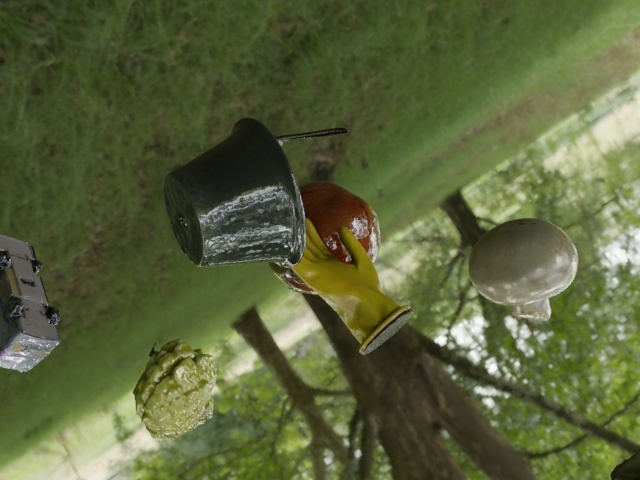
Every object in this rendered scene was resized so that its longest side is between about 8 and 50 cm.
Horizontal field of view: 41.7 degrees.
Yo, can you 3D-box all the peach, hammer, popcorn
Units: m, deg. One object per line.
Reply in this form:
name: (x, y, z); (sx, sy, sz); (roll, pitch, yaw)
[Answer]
peach: (0.000, 0.000, 1.730); (0.252, 0.252, 0.252); (-32, 175, -3)
hammer: (-0.027, -0.211, 1.679); (0.178, 0.021, 0.065); (-7, 178, 20)
popcorn: (-0.249, 0.246, 1.438); (0.142, 0.174, 0.173); (10, 174, 1)

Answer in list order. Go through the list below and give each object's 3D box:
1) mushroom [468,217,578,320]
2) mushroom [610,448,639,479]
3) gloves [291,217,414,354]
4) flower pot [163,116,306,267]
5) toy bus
mushroom: (0.388, 0.064, 1.592); (0.204, 0.204, 0.204); (-32, 175, -3)
mushroom: (0.447, 0.368, 0.894); (0.212, 0.292, 0.217); (-46, -152, -2)
gloves: (0.024, 0.055, 1.486); (0.116, 0.294, 0.133); (-46, 164, 16)
flower pot: (-0.137, -0.050, 1.229); (0.148, 0.235, 0.235); (-20, 171, -25)
toy bus: (-0.639, 0.129, 1.748); (0.112, 0.317, 0.138); (25, 114, -42)
